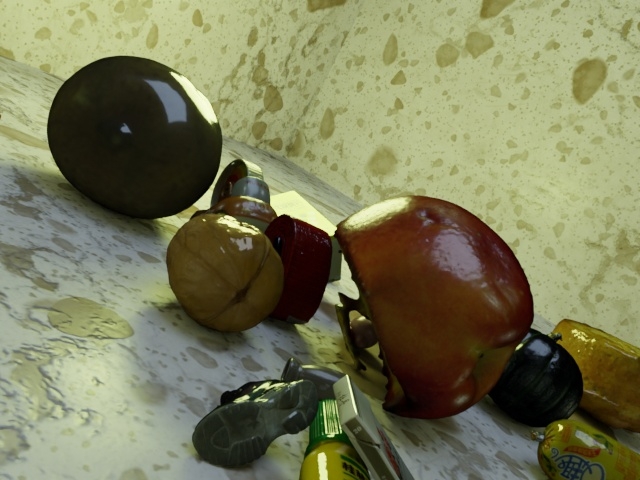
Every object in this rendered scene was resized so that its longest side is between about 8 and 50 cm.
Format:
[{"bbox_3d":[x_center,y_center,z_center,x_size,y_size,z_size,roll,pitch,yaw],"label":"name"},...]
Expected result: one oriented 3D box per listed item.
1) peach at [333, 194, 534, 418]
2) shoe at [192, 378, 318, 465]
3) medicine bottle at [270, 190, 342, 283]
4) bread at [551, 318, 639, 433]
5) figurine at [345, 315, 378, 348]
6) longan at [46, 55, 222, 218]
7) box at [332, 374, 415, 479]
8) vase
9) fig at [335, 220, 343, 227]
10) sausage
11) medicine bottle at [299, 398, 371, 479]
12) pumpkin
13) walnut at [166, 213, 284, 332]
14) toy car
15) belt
[{"bbox_3d":[0.195,0.106,1.074,0.310,0.335,0.406,-16,42,-7],"label":"peach"},{"bbox_3d":[-0.090,0.209,0.741,0.169,0.071,0.099,-13,9,-40],"label":"shoe"},{"bbox_3d":[-0.065,-0.003,1.471,0.137,0.141,0.250,-17,37,-25],"label":"medicine bottle"},{"bbox_3d":[0.787,0.374,1.703,0.398,0.215,0.398,23,8,-3],"label":"bread"},{"bbox_3d":[0.087,0.188,1.250,0.071,0.067,0.083,8,28,2],"label":"figurine"},{"bbox_3d":[-0.389,-0.214,1.301,0.361,0.361,0.361,27,11,-6],"label":"longan"},{"bbox_3d":[0.078,0.263,0.724,0.198,0.029,0.109,59,3,-11],"label":"box"},{"bbox_3d":[-0.008,0.216,0.940,0.101,0.053,0.053,22,12,-8],"label":"vase"},{"bbox_3d":[-0.013,0.006,1.630,0.119,0.153,0.119,19,23,-8],"label":"fig"},{"bbox_3d":[0.529,0.427,1.072,0.347,0.123,0.123,29,11,8],"label":"sausage"},{"bbox_3d":[0.017,0.268,0.693,0.111,0.076,0.309,61,2,-11],"label":"medicine bottle"},{"bbox_3d":[0.454,0.283,1.331,0.250,0.216,0.250,40,-11,10],"label":"pumpkin"},{"bbox_3d":[-0.160,0.051,1.006,0.193,0.193,0.226,20,10,-36],"label":"walnut"},{"bbox_3d":[-0.179,-0.070,1.294,0.145,0.235,0.235,20,14,-36],"label":"toy car"},{"bbox_3d":[-0.050,0.061,1.181,0.124,0.200,0.128,22,-13,-36],"label":"belt"}]
